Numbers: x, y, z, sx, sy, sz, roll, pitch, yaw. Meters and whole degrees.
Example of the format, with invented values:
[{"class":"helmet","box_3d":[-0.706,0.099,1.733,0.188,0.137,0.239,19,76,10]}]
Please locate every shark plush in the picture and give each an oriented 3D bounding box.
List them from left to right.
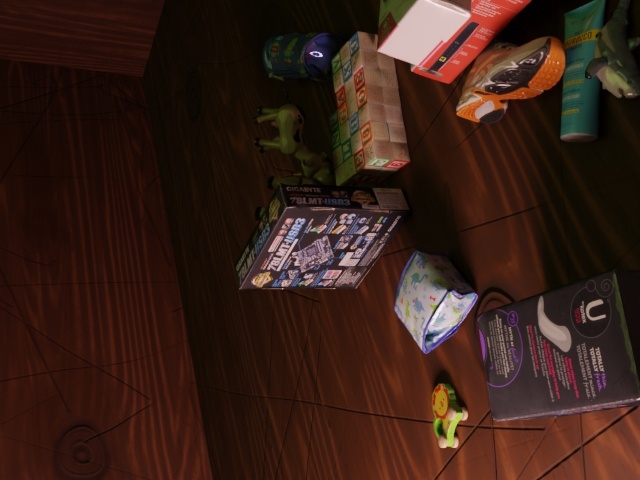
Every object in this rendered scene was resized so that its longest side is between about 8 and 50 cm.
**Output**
[{"class":"shark plush","box_3d":[0.431,-0.276,1.054,0.067,0.073,0.161,2,69,44]}]

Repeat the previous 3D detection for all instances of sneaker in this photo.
[{"class":"sneaker","box_3d":[0.301,-0.288,1.210,0.262,0.099,0.121,153,126,-68]}]

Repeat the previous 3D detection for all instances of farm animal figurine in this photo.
[{"class":"farm animal figurine","box_3d":[-0.037,-0.132,1.706,0.330,0.172,0.327,53,-136,-60]}]

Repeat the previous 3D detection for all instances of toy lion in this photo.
[{"class":"toy lion","box_3d":[0.234,0.323,1.396,0.096,0.034,0.100,-127,45,-60]}]

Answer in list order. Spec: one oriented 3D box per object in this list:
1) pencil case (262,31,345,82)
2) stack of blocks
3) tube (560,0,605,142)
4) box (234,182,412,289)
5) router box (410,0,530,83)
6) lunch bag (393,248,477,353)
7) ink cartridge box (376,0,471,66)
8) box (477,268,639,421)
[{"class":"pencil case","box_3d":[-0.050,-0.464,1.891,0.133,0.119,0.306,-57,29,-4]},{"class":"stack of blocks","box_3d":[0.095,-0.281,1.636,0.171,0.087,0.297,-32,60,58]},{"class":"tube","box_3d":[0.391,-0.252,1.110,0.080,0.052,0.207,-5,78,58]},{"class":"box","box_3d":[0.000,0.000,1.580,0.295,0.293,0.073,-58,39,45]},{"class":"router box","box_3d":[0.258,-0.485,1.241,0.301,0.082,0.335,138,141,-59]},{"class":"lunch bag","box_3d":[0.204,0.115,1.392,0.151,0.096,0.129,-61,37,25]},{"class":"ink cartridge box","box_3d":[0.167,-0.418,1.188,0.158,0.092,0.218,140,141,-61]},{"class":"box","box_3d":[0.364,0.151,1.023,0.270,0.143,0.165,-33,59,58]}]
